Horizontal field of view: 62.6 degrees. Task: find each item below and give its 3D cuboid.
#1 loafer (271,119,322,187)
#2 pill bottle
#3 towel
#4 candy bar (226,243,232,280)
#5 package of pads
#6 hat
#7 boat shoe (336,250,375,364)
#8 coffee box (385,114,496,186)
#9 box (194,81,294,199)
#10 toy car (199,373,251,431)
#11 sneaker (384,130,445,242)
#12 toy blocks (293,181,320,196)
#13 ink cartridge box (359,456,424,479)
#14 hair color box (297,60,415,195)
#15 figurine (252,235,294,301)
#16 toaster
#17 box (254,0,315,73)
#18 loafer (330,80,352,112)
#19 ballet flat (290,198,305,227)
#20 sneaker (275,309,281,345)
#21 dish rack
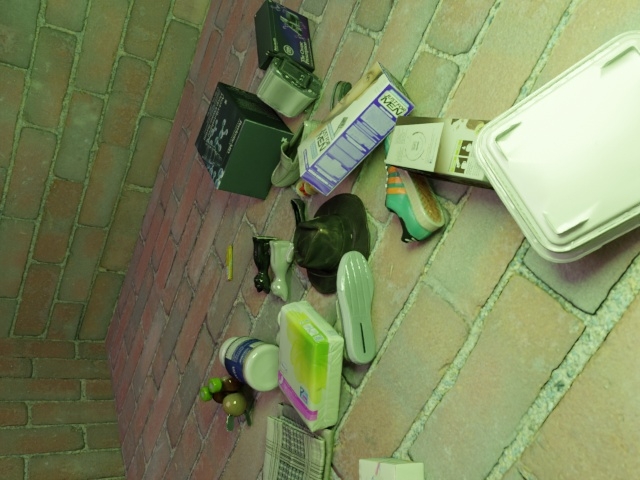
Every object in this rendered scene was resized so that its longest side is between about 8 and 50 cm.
[{"bbox_3d":[-0.092,-0.296,1.795,0.319,0.112,0.112,-47,45,40],"label":"loafer"},{"bbox_3d":[-0.236,0.407,1.782,0.265,0.153,0.153,1,82,57],"label":"pill bottle"},{"bbox_3d":[-0.080,0.670,1.563,0.312,0.056,0.323,0,81,57],"label":"towel"},{"bbox_3d":[-0.384,0.093,2.213,0.040,0.018,0.161,-32,56,53],"label":"candy bar"},{"bbox_3d":[-0.034,0.344,1.483,0.229,0.101,0.296,38,130,53],"label":"package of pads"},{"bbox_3d":[0.000,0.000,1.558,0.331,0.134,0.331,-23,62,52],"label":"hat"},{"bbox_3d":[0.079,0.181,1.413,0.094,0.109,0.302,-21,67,55],"label":"boat shoe"},{"bbox_3d":[0.301,-0.185,1.121,0.297,0.168,0.118,24,101,56],"label":"coffee box"},{"bbox_3d":[-0.310,-0.393,2.062,0.293,0.212,0.395,-63,38,23],"label":"box"},{"bbox_3d":[-0.314,0.581,1.871,0.149,0.155,0.188,-48,57,39],"label":"toy car"},{"bbox_3d":[0.202,-0.133,1.310,0.121,0.108,0.302,-40,51,39],"label":"sneaker"},{"bbox_3d":[-0.039,-0.209,1.745,0.148,0.054,0.123,-5,78,56],"label":"toy blocks"},{"bbox_3d":[0.167,0.546,1.190,0.143,0.092,0.089,-22,63,51],"label":"ink cartridge box"},{"bbox_3d":[0.084,-0.303,1.429,0.339,0.110,0.185,-43,28,22],"label":"hair color box"},{"bbox_3d":[-0.166,0.099,1.835,0.215,0.093,0.209,13,100,56],"label":"figurine"},{"bbox_3d":[-0.120,-0.530,1.809,0.146,0.227,0.129,-43,23,44],"label":"toaster"},{"bbox_3d":[-0.132,-0.720,1.907,0.103,0.185,0.261,-37,52,47],"label":"box"},{"bbox_3d":[0.083,-0.347,1.585,0.084,0.096,0.267,7,94,38],"label":"loafer"},{"bbox_3d":[-0.075,-0.062,1.761,0.057,0.049,0.173,-39,51,46],"label":"ballet flat"},{"bbox_3d":[-0.107,0.285,1.724,0.058,0.052,0.135,8,95,47],"label":"sneaker"},{"bbox_3d":[0.438,-0.152,0.841,0.333,0.072,0.285,-34,72,23],"label":"dish rack"}]
